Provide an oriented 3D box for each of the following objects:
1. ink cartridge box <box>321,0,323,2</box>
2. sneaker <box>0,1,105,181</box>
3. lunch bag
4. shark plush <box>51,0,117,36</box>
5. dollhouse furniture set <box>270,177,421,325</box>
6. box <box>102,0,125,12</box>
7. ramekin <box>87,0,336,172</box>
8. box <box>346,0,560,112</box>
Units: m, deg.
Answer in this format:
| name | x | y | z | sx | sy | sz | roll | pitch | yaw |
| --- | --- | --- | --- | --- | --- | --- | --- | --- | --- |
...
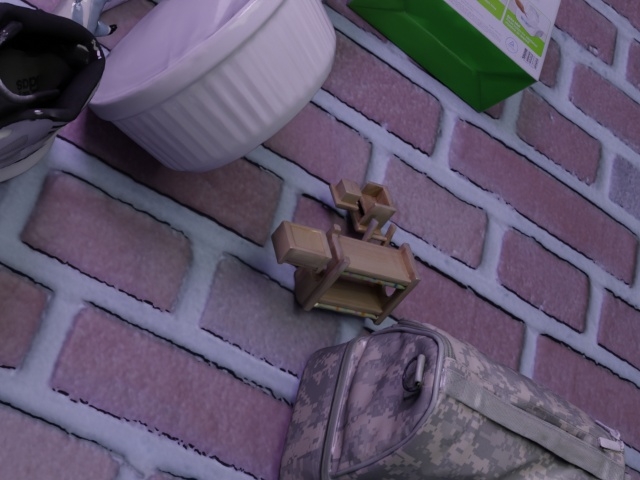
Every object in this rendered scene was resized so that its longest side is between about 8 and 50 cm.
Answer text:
| name | x | y | z | sx | sy | sz | roll | pitch | yaw |
| --- | --- | --- | --- | --- | --- | --- | --- | --- | --- |
| ink cartridge box | -0.026 | -0.317 | 1.283 | 0.190 | 0.139 | 0.082 | -42 | 101 | -38 |
| sneaker | -0.375 | -0.096 | 0.875 | 0.447 | 0.257 | 0.169 | -33 | 95 | -39 |
| lunch bag | 0.149 | 0.224 | 1.147 | 0.305 | 0.256 | 0.213 | 31 | 59 | -25 |
| shark plush | -0.249 | -0.238 | 1.126 | 0.067 | 0.073 | 0.161 | 37 | 72 | -34 |
| dollhouse furniture set | 0.000 | 0.000 | 1.246 | 0.181 | 0.101 | 0.161 | 15 | 41 | -31 |
| box | -0.256 | -0.441 | 1.211 | 0.232 | 0.058 | 0.322 | -38 | 98 | -38 |
| ramekin | -0.105 | -0.188 | 1.110 | 0.127 | 0.272 | 0.273 | 50 | 52 | -26 |
| box | 0.201 | -0.358 | 1.472 | 0.262 | 0.126 | 0.231 | 34 | 56 | -22 |
